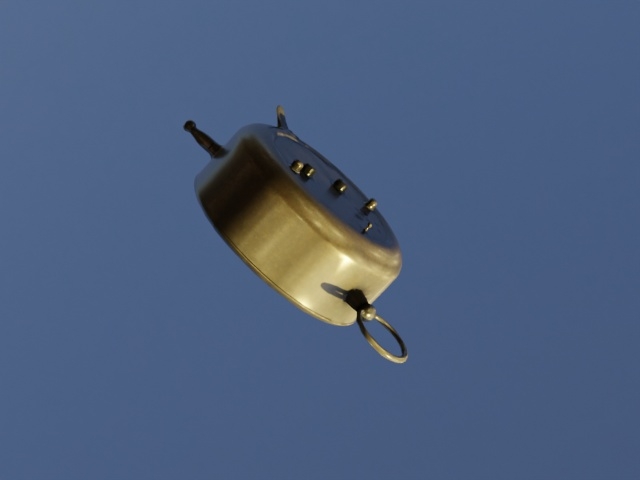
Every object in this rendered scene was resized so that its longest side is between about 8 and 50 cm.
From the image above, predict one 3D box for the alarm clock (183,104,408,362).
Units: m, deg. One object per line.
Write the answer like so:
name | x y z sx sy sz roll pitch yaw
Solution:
alarm clock | 0.000 0.000 0.935 0.064 0.129 0.192 -44 -124 16
